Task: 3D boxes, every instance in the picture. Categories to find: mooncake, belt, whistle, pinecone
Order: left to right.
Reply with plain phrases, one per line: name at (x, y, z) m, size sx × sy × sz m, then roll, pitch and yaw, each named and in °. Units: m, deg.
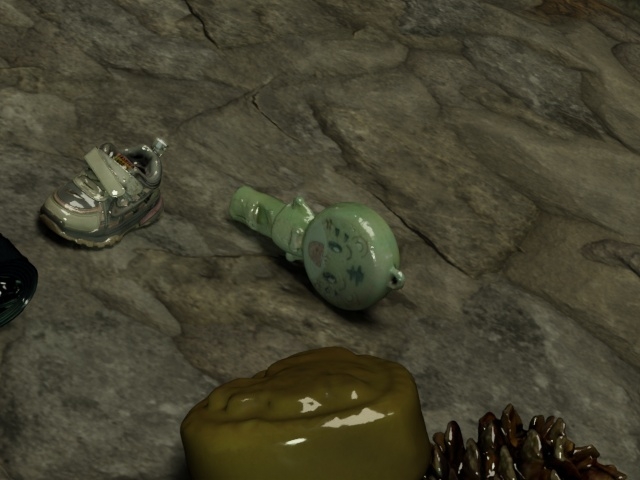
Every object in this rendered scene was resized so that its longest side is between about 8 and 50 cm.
belt at (-0.346, 0.049, 1.637) m, size 0.140 × 0.105 × 0.058 m, roll -23°, pitch 54°, yaw -38°
mooncake at (-0.005, 0.179, 1.568) m, size 0.234 × 0.117 × 0.235 m, roll -10°, pitch 9°, yaw 2°
whistle at (0.000, 0.000, 1.937) m, size 0.258 × 0.126 × 0.067 m, roll 25°, pitch 29°, yaw 32°
pinecone at (0.187, 0.246, 1.589) m, size 0.184 × 0.204 × 0.179 m, roll 36°, pitch 34°, yaw -9°

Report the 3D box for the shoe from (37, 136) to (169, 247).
shoe at (-0.238, -0.059, 1.881) m, size 0.089 × 0.092 × 0.180 m, roll 38°, pitch 34°, yaw 22°
